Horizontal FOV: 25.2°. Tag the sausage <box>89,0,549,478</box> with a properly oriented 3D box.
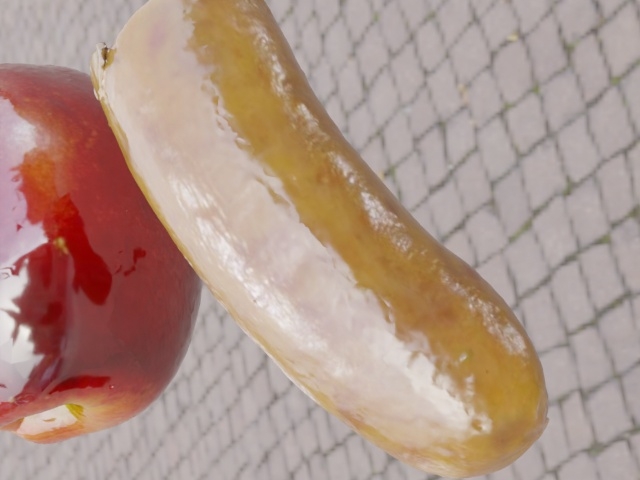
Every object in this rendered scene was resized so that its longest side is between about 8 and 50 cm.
[{"bbox_3d":[0.000,0.000,0.661,0.270,0.109,0.109,49,144,5],"label":"sausage"}]

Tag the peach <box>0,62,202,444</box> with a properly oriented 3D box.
[{"bbox_3d":[-0.173,0.007,0.893,0.243,0.199,0.243,180,90,-83],"label":"peach"}]
